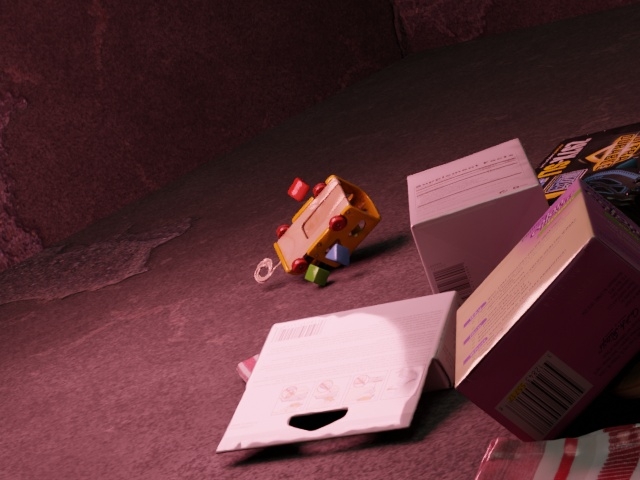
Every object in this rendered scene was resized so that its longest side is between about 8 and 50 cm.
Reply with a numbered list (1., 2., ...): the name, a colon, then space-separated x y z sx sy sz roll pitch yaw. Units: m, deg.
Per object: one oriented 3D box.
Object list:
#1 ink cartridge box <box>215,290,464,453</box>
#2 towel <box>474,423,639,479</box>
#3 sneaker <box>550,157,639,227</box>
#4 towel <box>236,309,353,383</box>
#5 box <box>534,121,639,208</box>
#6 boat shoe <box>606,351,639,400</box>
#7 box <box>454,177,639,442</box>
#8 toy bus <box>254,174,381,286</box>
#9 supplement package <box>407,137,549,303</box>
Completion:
1. ink cartridge box: 0.032 0.177 1.804 0.275 0.060 0.239 -12 35 30
2. towel: 0.272 0.224 1.317 0.329 0.037 0.237 -13 16 27
3. sneaker: 0.392 -0.039 1.923 0.140 0.125 0.341 -38 12 8
4. towel: -0.011 0.158 2.012 0.197 0.029 0.144 -25 14 -10
5. box: 0.451 -0.101 2.257 0.257 0.079 0.322 -14 15 32
6. boat shoe: 0.396 0.116 1.413 0.123 0.123 0.342 -56 7 -25
7. box: 0.255 0.074 1.565 0.213 0.117 0.243 -50 7 16
8. toy bus: 0.009 -0.005 2.446 0.104 0.190 0.202 25 -18 -37
9. supplement package: 0.225 -0.003 1.975 0.175 0.177 0.293 -19 13 7
